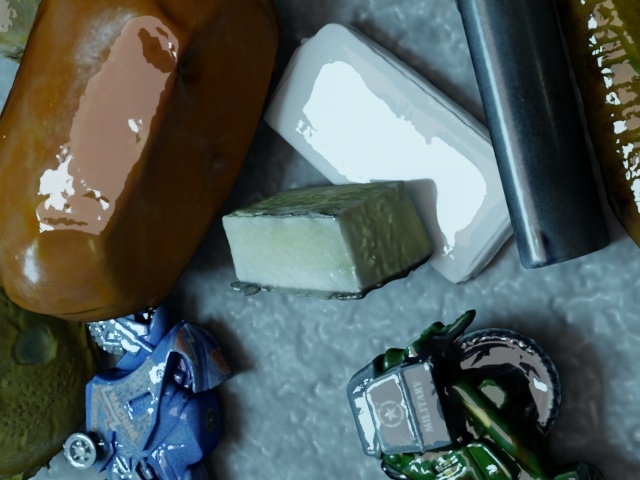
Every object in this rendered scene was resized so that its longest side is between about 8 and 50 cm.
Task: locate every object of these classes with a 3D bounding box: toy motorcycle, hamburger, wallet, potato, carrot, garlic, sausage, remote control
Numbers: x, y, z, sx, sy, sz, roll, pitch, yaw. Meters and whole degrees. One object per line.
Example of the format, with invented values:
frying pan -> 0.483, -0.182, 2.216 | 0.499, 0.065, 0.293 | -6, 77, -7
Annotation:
toy motorcycle -> 0.086, 0.187, 0.749 | 0.187, 0.125, 0.274 | -17, 85, 17
hamburger -> -0.262, 0.078, 0.872 | 0.122, 0.189, 0.215 | -11, 89, 37
wallet -> 0.049, -0.061, 0.787 | 0.190, 0.033, 0.095 | 43, 110, 16
potato -> -0.001, 0.000, 0.772 | 0.122, 0.086, 0.061 | 1, 108, 46
carrot -> 0.163, -0.137, 0.704 | 0.066, 0.066, 0.314 | -19, 86, 26
garlic -> -0.232, -0.204, 0.900 | 0.084, 0.066, 0.152 | -6, 97, -1
sausage -> -0.128, -0.069, 0.799 | 0.141, 0.153, 0.268 | 30, 99, 35
remote control -> 0.099, -0.173, 0.709 | 0.044, 0.107, 0.377 | -14, 89, 24
toy motorcycle -> -0.115, 0.130, 0.868 | 0.114, 0.076, 0.205 | 2, 97, 19
